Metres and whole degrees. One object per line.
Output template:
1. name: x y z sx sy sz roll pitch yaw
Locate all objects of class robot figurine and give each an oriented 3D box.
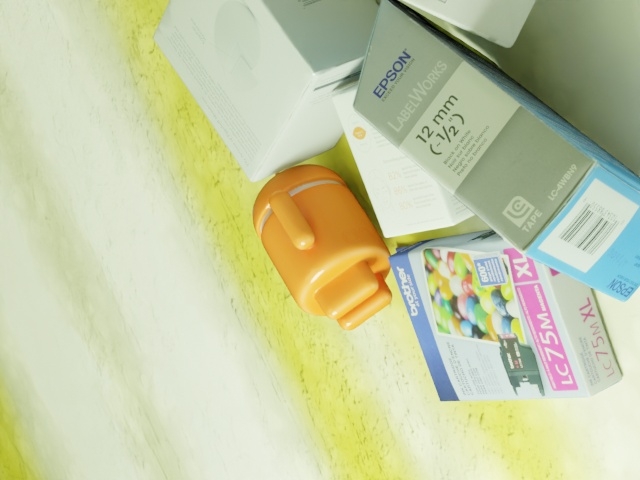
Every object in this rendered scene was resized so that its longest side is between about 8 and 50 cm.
1. robot figurine: 0.000 0.001 2.083 0.219 0.158 0.128 59 138 30

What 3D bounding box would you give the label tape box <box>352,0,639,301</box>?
1. label tape box: 0.156 -0.102 1.684 0.347 0.249 0.115 41 101 31

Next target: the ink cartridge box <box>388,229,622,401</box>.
1. ink cartridge box: 0.183 0.084 1.952 0.311 0.065 0.186 -9 103 58

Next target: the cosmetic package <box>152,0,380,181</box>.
1. cosmetic package: -0.054 -0.229 2.011 0.224 0.138 0.225 56 145 15

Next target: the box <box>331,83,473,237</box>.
1. box: 0.108 -0.102 1.905 0.130 0.091 0.170 -10 102 57

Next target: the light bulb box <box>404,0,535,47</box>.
1. light bulb box: 0.003 -0.379 1.586 0.361 0.358 0.225 35 102 39
